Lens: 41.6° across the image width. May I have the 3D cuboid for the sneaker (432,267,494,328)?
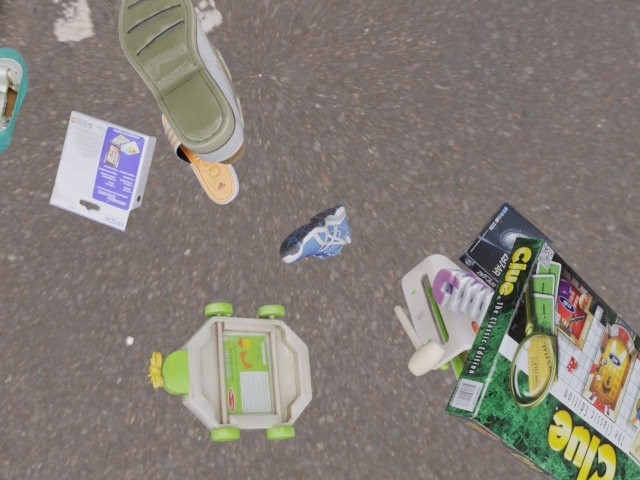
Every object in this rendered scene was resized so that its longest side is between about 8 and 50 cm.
[{"bbox_3d":[0.326,0.121,1.580,0.105,0.236,0.095,-9,125,-42],"label":"sneaker"}]

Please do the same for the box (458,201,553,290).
[{"bbox_3d":[0.192,0.011,0.870,0.067,0.018,0.083,42,63,2],"label":"box"}]

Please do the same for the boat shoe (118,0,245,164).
[{"bbox_3d":[-0.186,-0.230,1.141,0.113,0.103,0.302,-25,68,8],"label":"boat shoe"}]

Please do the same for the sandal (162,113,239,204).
[{"bbox_3d":[-0.258,-0.198,1.789,0.102,0.076,0.265,-36,74,9],"label":"sandal"}]

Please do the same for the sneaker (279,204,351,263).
[{"bbox_3d":[0.000,0.000,1.618,0.080,0.211,0.081,-18,101,40],"label":"sneaker"}]

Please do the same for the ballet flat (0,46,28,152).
[{"bbox_3d":[-0.640,-0.297,1.696,0.083,0.087,0.247,7,68,-14],"label":"ballet flat"}]

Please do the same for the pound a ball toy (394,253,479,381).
[{"bbox_3d":[0.259,0.159,1.738,0.136,0.319,0.208,-40,126,22],"label":"pound a ball toy"}]

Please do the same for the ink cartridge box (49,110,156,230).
[{"bbox_3d":[-0.459,-0.147,1.773,0.206,0.045,0.208,20,98,21],"label":"ink cartridge box"}]

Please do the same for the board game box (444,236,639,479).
[{"bbox_3d":[0.199,0.119,0.635,0.260,0.030,0.136,37,73,-36],"label":"board game box"}]

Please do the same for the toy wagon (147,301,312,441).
[{"bbox_3d":[-0.178,0.257,1.651,0.344,0.068,0.267,6,68,-29],"label":"toy wagon"}]
